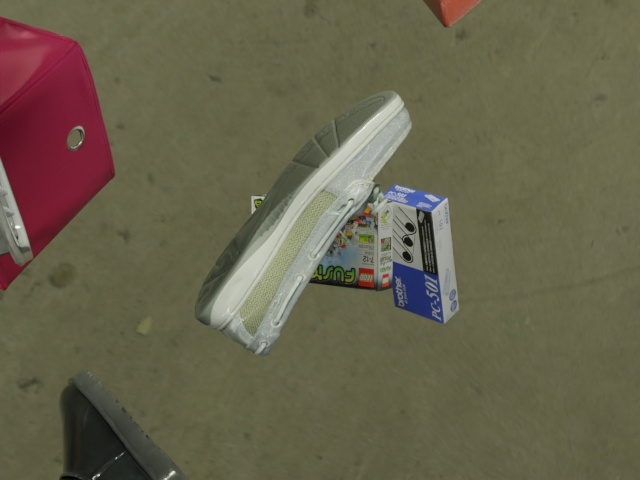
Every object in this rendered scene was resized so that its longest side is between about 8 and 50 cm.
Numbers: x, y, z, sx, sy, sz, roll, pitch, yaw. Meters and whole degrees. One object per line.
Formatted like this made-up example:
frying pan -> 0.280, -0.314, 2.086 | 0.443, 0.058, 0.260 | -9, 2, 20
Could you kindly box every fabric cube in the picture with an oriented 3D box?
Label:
fabric cube -> -0.478, -0.135, 1.435 | 0.259, 0.254, 0.258 | 19, 50, 22

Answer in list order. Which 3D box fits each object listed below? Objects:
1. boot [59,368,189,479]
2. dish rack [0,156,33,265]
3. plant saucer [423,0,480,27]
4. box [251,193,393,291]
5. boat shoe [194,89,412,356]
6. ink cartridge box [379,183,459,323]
boot -> -0.428, 0.403, 1.440 | 0.445, 0.146, 0.367 | -39, 32, -17
dish rack -> -0.377, -0.102, 1.068 | 0.072, 0.333, 0.286 | -20, 94, -11
plant saucer -> 0.252, -0.503, 1.719 | 0.258, 0.047, 0.259 | -40, 38, 13
box -> 0.000, 0.000, 1.372 | 0.206, 0.036, 0.114 | 5, 99, 35
boat shoe -> -0.006, -0.019, 1.110 | 0.103, 0.118, 0.320 | 36, 98, -17
ink cartridge box -> 0.152, 0.021, 1.585 | 0.097, 0.207, 0.046 | 18, 43, 36
